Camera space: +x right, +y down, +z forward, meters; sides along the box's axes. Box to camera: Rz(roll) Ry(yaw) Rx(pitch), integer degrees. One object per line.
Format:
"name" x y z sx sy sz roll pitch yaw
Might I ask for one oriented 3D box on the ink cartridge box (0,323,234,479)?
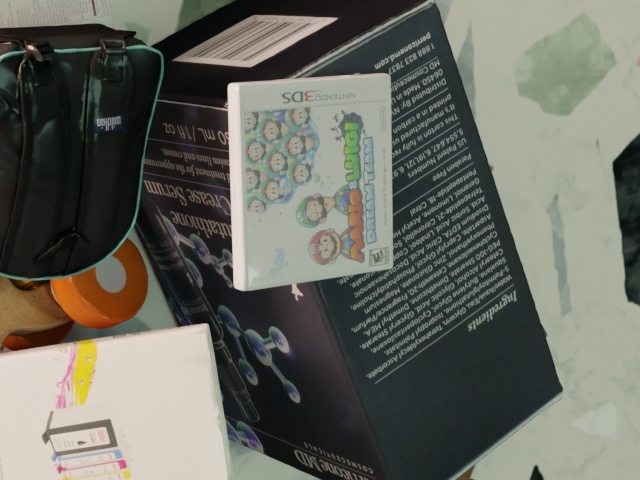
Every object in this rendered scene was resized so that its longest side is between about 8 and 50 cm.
"ink cartridge box" -0.195 0.166 1.264 0.232 0.171 0.168 -8 87 -9

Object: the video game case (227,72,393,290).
"video game case" -0.005 -0.047 1.224 0.143 0.019 0.157 -8 102 -34

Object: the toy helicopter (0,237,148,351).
"toy helicopter" -0.320 -0.019 1.285 0.355 0.140 0.235 -7 81 -45

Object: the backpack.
"backpack" -0.219 -0.070 1.215 0.165 0.144 0.188 -12 111 -43

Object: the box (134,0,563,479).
"box" 0.000 0.000 1.428 0.212 0.293 0.396 -33 114 -27

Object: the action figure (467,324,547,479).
"action figure" 0.122 0.195 1.669 0.285 0.099 0.185 -40 123 -21

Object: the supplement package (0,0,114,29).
"supplement package" -0.312 -0.211 1.269 0.244 0.134 0.139 -18 107 -33
